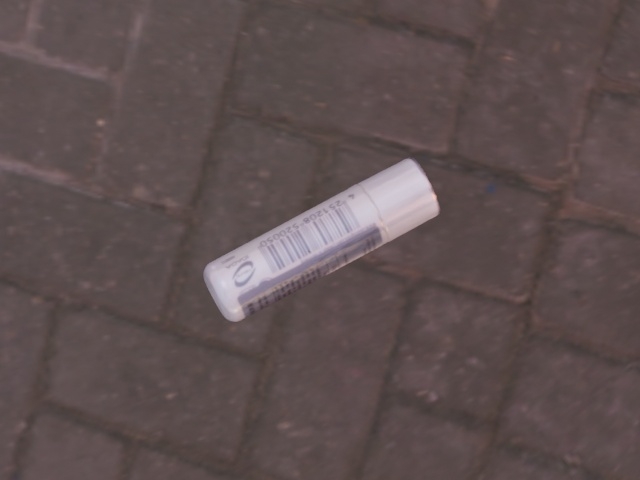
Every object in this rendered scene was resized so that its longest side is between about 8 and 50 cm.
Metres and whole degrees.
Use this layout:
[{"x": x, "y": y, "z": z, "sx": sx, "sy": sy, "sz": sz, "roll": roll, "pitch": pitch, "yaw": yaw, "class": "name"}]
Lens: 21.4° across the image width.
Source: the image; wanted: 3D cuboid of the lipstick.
[{"x": 0.000, "y": 0.000, "z": 0.985, "sx": 0.141, "sy": 0.040, "sz": 0.040, "roll": -28, "pitch": 82, "yaw": -8, "class": "lipstick"}]
